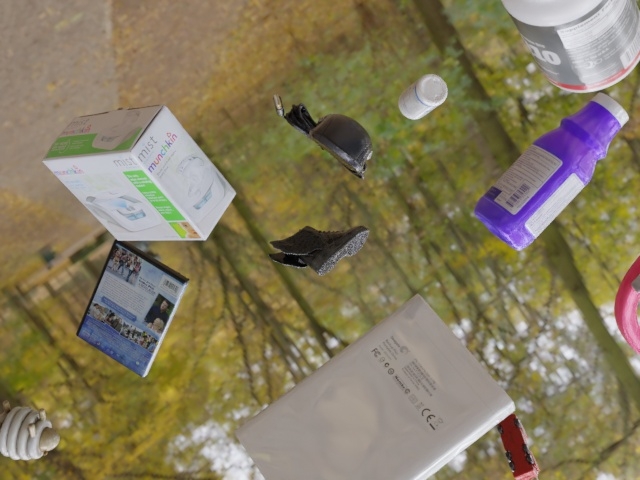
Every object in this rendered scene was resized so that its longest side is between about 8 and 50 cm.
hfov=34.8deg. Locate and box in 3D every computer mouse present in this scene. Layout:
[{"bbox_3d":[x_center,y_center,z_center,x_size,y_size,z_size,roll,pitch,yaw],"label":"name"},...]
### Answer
[{"bbox_3d":[0.006,-0.174,1.538,0.060,0.184,0.262,-52,178,2],"label":"computer mouse"}]

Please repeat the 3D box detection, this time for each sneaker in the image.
[{"bbox_3d":[0.000,0.002,1.649,0.170,0.089,0.051,-35,150,-44],"label":"sneaker"}]

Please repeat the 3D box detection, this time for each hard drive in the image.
[{"bbox_3d":[0.076,0.268,1.514,0.353,0.233,0.047,-36,148,-6],"label":"hard drive"}]

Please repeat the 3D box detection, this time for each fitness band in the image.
[{"bbox_3d":[0.540,0.053,1.410,0.291,0.209,0.054,-46,-150,16],"label":"fitness band"}]

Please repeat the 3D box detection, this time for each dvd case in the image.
[{"bbox_3d":[-0.397,0.142,2.145,0.253,0.180,0.022,-63,170,22],"label":"dvd case"}]

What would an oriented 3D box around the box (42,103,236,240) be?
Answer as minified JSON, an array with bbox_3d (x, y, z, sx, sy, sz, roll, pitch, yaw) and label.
[{"bbox_3d":[-0.330,-0.120,1.867,0.262,0.231,0.126,1,-130,41],"label":"box"}]

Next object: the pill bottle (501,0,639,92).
[{"bbox_3d":[0.338,-0.335,1.399,0.161,0.161,0.283,-34,147,12],"label":"pill bottle"}]

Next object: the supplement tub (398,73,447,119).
[{"bbox_3d":[0.215,-0.302,2.152,0.071,0.071,0.107,-38,-177,-21],"label":"supplement tub"}]

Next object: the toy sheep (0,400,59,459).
[{"bbox_3d":[-0.466,0.297,1.584,0.091,0.132,0.091,13,90,-78],"label":"toy sheep"}]

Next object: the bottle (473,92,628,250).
[{"bbox_3d":[0.380,-0.116,1.662,0.283,0.092,0.118,-47,-149,1],"label":"bottle"}]

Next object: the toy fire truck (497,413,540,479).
[{"bbox_3d":[0.412,0.453,2.026,0.047,0.135,0.192,-26,-138,13],"label":"toy fire truck"}]
